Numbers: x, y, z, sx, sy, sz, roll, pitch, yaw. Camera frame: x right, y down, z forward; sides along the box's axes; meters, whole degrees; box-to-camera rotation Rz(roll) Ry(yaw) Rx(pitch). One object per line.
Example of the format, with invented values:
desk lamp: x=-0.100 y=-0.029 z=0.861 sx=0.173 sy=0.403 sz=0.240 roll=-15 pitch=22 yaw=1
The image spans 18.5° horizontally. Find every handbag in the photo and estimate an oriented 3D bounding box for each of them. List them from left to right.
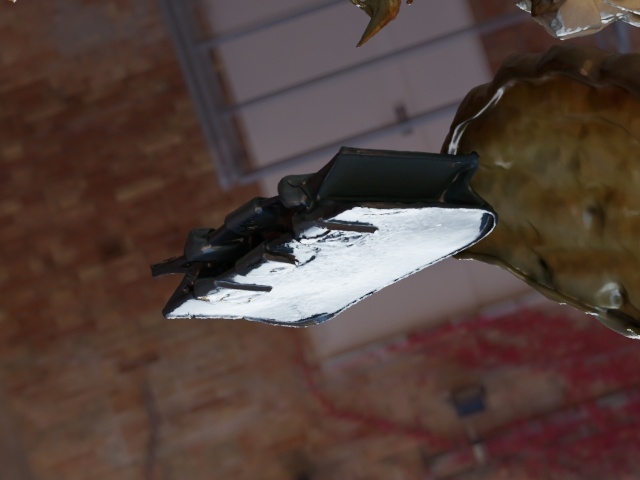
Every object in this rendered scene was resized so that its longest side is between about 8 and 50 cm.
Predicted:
handbag: x=0.000 y=0.000 z=1.431 sx=0.179 sy=0.062 sz=0.229 roll=0 pitch=158 yaw=-44

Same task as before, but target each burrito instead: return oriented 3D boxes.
burrito: x=0.186 y=-0.139 z=1.138 sx=0.185 sy=0.041 sz=0.045 roll=-11 pitch=-163 yaw=-36

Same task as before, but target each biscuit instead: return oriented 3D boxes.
biscuit: x=0.240 y=-0.006 z=1.433 sx=0.078 sy=0.335 sz=0.329 roll=-53 pitch=-178 yaw=-29

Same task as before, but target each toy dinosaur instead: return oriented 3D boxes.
toy dinosaur: x=0.037 y=-0.168 z=1.376 sx=0.026 sy=0.041 sz=0.113 roll=-42 pitch=-176 yaw=34
